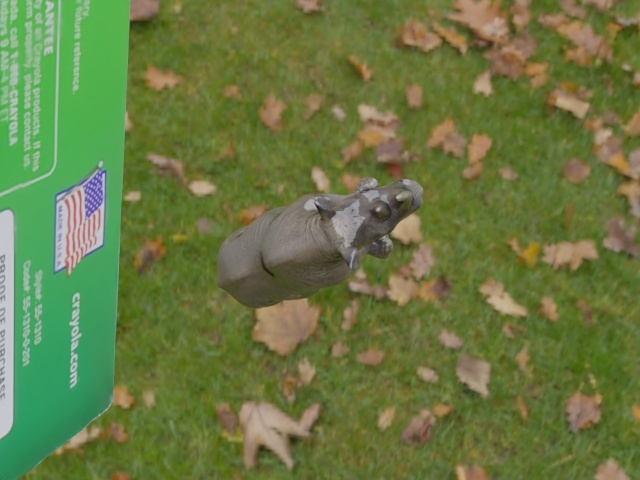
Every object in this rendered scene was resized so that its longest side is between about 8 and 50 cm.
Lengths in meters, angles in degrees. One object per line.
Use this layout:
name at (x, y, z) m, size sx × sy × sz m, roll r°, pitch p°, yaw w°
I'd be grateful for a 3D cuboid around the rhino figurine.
rhino figurine at (0.000, 0.000, 0.855) m, size 0.106 × 0.243 × 0.073 m, roll -22°, pitch 90°, yaw -29°

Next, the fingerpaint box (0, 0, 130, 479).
fingerpaint box at (-0.259, -0.150, 0.426) m, size 0.371 × 0.444 × 0.163 m, roll 16°, pitch 26°, yaw 20°
